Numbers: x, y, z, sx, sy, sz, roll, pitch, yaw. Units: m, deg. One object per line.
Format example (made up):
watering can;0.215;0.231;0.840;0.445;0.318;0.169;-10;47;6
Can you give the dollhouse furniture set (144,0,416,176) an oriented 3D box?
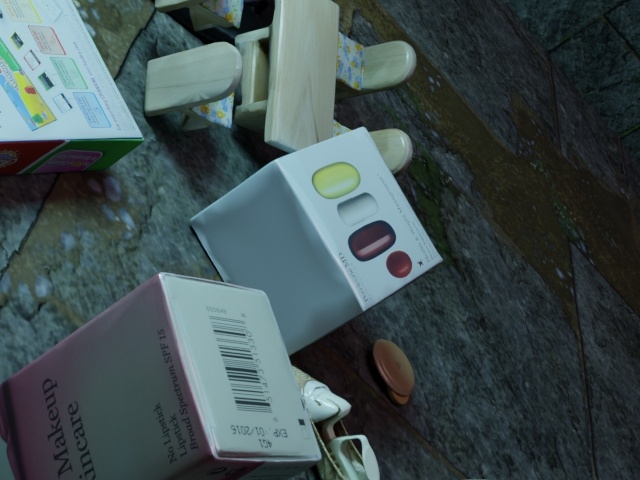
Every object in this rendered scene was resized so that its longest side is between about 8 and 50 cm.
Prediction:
dollhouse furniture set;0.012;-0.300;1.458;0.362;0.257;0.394;20;69;-50

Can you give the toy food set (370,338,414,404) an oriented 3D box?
toy food set;0.092;0.164;1.489;0.083;0.020;0.082;51;27;-10

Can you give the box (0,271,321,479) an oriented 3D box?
box;-0.140;0.146;0.893;0.127;0.232;0.148;15;49;-53

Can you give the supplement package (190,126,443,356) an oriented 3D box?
supplement package;0.000;0.000;1.347;0.194;0.149;0.203;59;34;2

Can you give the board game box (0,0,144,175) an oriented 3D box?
board game box;-0.335;-0.179;1.110;0.316;0.064;0.242;-10;69;-61

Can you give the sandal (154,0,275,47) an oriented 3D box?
sandal;-0.165;-0.371;1.550;0.446;0.107;0.167;26;40;-45

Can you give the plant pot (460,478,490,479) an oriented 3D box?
plant pot;0.167;0.374;1.251;0.167;0.167;0.165;50;36;-13

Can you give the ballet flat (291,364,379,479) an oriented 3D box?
ballet flat;0.015;0.211;1.260;0.206;0.067;0.073;60;28;8
